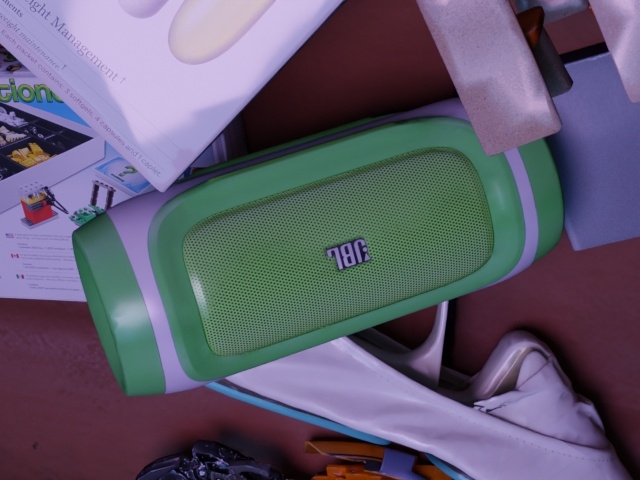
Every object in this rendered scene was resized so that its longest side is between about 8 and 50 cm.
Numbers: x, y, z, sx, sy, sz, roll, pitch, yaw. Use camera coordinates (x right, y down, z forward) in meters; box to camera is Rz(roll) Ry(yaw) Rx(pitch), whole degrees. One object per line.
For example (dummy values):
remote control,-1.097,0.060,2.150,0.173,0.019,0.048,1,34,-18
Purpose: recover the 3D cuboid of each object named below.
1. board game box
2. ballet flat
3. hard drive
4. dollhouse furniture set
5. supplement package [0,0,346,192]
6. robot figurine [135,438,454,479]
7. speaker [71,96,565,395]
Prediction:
board game box,-0.200,-0.047,1.132,0.305,0.053,0.193,2,120,17
ballet flat,0.087,0.103,1.078,0.400,0.139,0.139,25,125,-9
hard drive,0.192,-0.063,1.009,0.094,0.022,0.135,-14,114,25
dollhouse furniture set,0.176,-0.187,0.799,0.259,0.262,0.135,-20,109,22
supplement package,-0.087,-0.179,0.926,0.194,0.149,0.203,42,107,-7
robot figurine,-0.009,0.243,1.222,0.291,0.085,0.211,1,119,18
speaker,0.000,0.000,0.967,0.297,0.131,0.131,-18,118,-14
